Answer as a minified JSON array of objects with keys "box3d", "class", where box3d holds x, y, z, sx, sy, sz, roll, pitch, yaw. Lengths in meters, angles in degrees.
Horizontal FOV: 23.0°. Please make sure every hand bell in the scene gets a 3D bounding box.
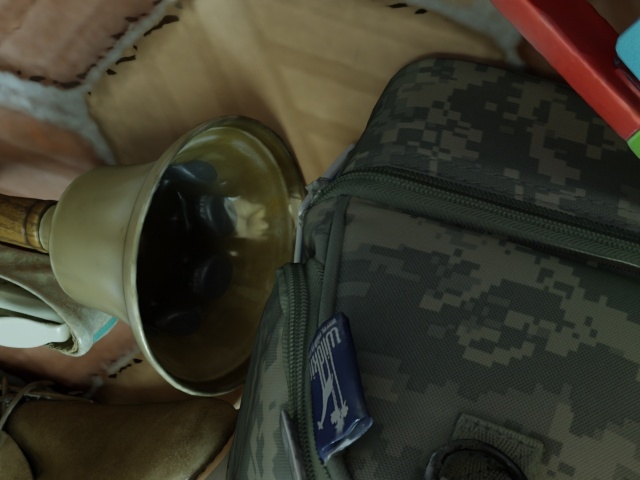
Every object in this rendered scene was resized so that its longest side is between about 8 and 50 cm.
[{"box3d":[-0.139,-0.006,0.764,0.242,0.126,0.126,8,134,34],"class":"hand bell"}]

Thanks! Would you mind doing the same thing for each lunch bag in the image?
[{"box3d":[0.064,0.112,0.653,0.212,0.256,0.305,18,135,8],"class":"lunch bag"}]

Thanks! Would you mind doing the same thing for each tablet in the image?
[{"box3d":[0.000,0.000,0.723,0.006,0.054,0.083,23,137,17],"class":"tablet"}]

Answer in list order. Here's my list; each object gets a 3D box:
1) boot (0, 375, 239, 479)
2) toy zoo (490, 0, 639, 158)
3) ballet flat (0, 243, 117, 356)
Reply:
[{"box3d":[-0.166,0.125,0.887,0.305,0.112,0.115,-19,110,39],"class":"boot"},{"box3d":[0.111,-0.143,0.512,0.293,0.030,0.192,46,136,2],"class":"toy zoo"},{"box3d":[-0.188,0.024,0.833,0.168,0.052,0.057,10,134,17],"class":"ballet flat"}]
